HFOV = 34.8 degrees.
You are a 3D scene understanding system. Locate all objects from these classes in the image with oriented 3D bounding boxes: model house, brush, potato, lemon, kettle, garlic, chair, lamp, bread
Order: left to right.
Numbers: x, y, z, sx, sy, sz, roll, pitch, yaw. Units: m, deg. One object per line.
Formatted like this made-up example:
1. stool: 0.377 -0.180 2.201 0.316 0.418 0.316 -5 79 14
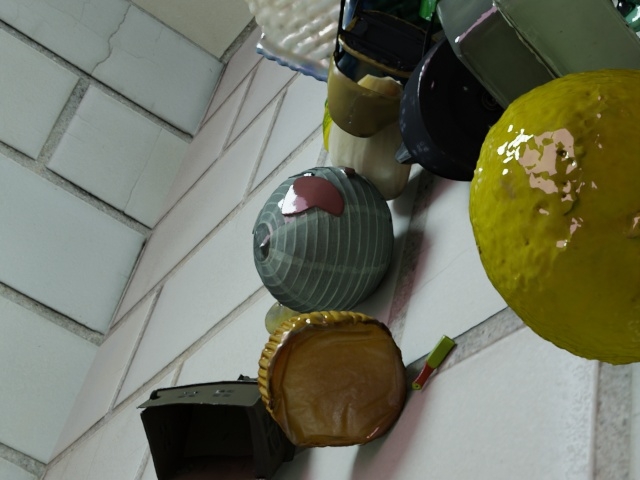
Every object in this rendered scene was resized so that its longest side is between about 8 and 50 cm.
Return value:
1. model house: -0.138 0.304 1.648 0.211 0.205 0.243 -5 13 17
2. potato: -0.045 0.127 1.843 0.138 0.070 0.092 -43 25 45
3. lamp: 0.000 0.000 1.645 0.265 0.233 0.233 -42 24 49
4. bread: 0.013 0.184 1.388 0.199 0.199 0.104 -60 14 -5
5. garlic: 0.097 -0.154 1.718 0.245 0.145 0.164 84 -151 -44
6. chair: 0.101 -0.301 1.570 0.172 0.158 0.247 -52 -16 -40
7. model house: 0.125 -0.468 1.919 0.445 0.400 0.395 -28 -13 24
8. brush: 0.146 0.162 1.349 0.083 0.018 0.021 -57 8 5
9. kettle: 0.235 -0.195 1.472 0.268 0.207 0.290 -34 1 -7
10. lemon: 0.267 -0.027 0.942 0.268 0.268 0.322 -54 1 13

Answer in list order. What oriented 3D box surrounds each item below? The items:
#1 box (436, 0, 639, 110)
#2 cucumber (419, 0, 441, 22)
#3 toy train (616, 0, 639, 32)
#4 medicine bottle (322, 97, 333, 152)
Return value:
1. box: 0.275 -0.222 1.196 0.166 0.290 0.221 -39 24 18
2. cucumber: 0.262 -0.393 1.649 0.191 0.191 0.130 -121 41 -71
3. toy train: 0.418 -0.448 1.389 0.272 0.179 0.442 -48 18 13
4. medicine bottle: 0.047 -0.290 2.278 0.111 0.076 0.309 -45 22 20
